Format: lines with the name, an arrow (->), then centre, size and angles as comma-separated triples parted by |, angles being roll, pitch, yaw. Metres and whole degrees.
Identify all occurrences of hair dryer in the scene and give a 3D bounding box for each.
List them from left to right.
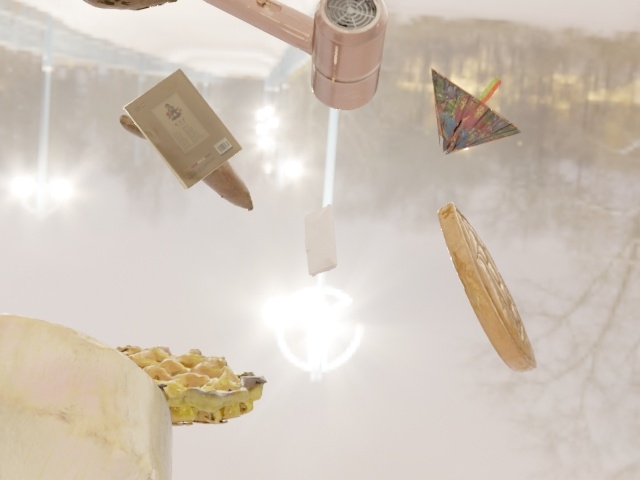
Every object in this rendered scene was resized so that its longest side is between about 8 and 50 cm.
hair dryer -> -0.067, -0.331, 1.679 | 0.344, 0.106, 0.189 | 26, 156, 10

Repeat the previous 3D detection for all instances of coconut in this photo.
coconut -> -0.333, 0.232, 1.294 | 0.353, 0.352, 0.352 | 4, -173, -1

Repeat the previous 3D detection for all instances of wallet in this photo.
wallet -> 0.000, 0.000, 1.366 | 0.044, 0.083, 0.011 | -24, 148, 35

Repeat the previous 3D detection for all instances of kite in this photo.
kite -> 0.288, -0.250, 2.248 | 0.241, 0.183, 0.014 | 36, -173, -23

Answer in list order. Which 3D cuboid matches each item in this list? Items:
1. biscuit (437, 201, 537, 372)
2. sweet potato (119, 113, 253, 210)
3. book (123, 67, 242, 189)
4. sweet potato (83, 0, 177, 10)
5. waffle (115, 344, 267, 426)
biscuit -> 0.185, 0.057, 1.251 | 0.029, 0.220, 0.142 | -24, -165, 16
sweet potato -> -0.272, -0.181, 2.429 | 0.346, 0.108, 0.079 | 35, -135, -5
book -> -0.260, -0.212, 2.182 | 0.138, 0.198, 0.016 | -38, -179, -18
sweet potato -> -0.336, -0.383, 1.697 | 0.269, 0.074, 0.075 | 9, -175, -19
waffle -> -0.296, 0.233, 1.840 | 0.380, 0.095, 0.382 | 4, -179, -22
